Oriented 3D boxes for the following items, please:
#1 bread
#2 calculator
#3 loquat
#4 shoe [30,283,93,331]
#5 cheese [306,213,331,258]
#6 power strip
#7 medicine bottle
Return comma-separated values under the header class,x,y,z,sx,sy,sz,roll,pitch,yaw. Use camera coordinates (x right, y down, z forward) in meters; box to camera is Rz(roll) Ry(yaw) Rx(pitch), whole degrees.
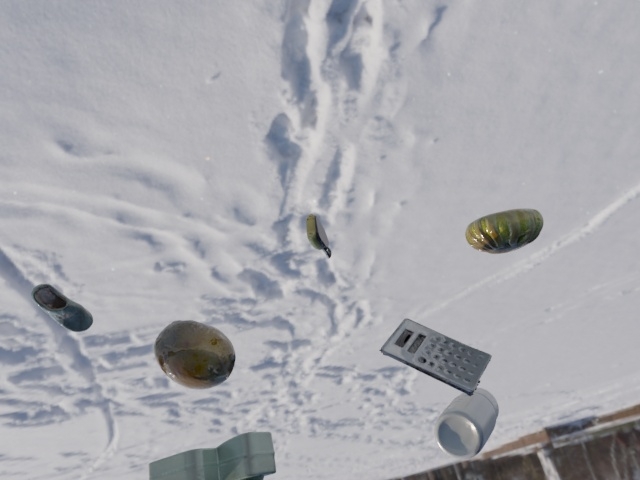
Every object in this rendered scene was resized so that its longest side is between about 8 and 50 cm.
class,x,y,z,sx,sy,sz,roll,pitch,yaw
bread,0.492,-0.020,1.695,0.213,0.105,0.213,-6,171,-1
calculator,0.298,0.294,1.634,0.161,0.261,0.021,-42,146,-47
loquat,-0.351,0.316,1.748,0.227,0.179,0.179,20,157,2
shoe,-0.739,0.196,1.805,0.079,0.195,0.078,-54,-160,-19
cheese,0.001,0.000,1.729,0.036,0.087,0.162,-16,145,13
power strip,-0.214,0.523,1.390,0.260,0.141,0.229,-26,153,30
medicine bottle,0.423,0.512,1.791,0.144,0.145,0.252,-28,173,28
